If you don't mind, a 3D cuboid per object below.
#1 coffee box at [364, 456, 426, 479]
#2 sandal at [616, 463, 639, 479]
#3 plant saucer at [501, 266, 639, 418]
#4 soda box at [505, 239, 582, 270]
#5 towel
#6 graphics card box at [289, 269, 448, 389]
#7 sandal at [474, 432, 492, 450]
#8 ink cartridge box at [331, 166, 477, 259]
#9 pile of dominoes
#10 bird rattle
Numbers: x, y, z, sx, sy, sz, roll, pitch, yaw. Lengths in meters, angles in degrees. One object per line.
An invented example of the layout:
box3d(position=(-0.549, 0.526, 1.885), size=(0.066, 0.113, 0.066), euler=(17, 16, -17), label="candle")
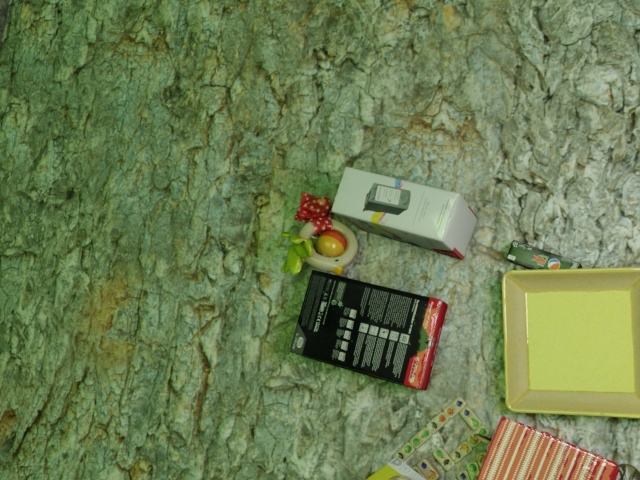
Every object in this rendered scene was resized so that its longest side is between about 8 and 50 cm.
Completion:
box3d(position=(0.152, 0.757, 1.724), size=(0.338, 0.334, 0.338), euler=(34, 119, 27), label="coffee box")
box3d(position=(0.625, 0.587, 1.773), size=(0.090, 0.060, 0.219), euler=(42, 82, 19), label="sandal")
box3d(position=(0.596, 0.231, 1.829), size=(0.333, 0.081, 0.332), euler=(-2, 86, 23), label="plant saucer")
box3d(position=(0.541, 0.053, 1.921), size=(0.169, 0.060, 0.053), euler=(22, 89, 26), label="soda box")
box3d(position=(0.498, 0.534, 1.763), size=(0.275, 0.031, 0.198), euler=(21, 82, 17), label="towel")
box3d(position=(0.123, 0.228, 2.047), size=(0.371, 0.094, 0.232), euler=(11, 83, 24), label="graphics card box")
box3d(position=(0.459, 0.528, 1.837), size=(0.240, 0.088, 0.079), euler=(18, 87, 18), label="sandal")
box3d(position=(0.216, -0.068, 2.000), size=(0.306, 0.226, 0.131), euler=(15, 84, 27), label="ink cartridge box")
box3d(position=(0.307, 0.533, 1.929), size=(0.251, 0.040, 0.196), euler=(-45, 65, 9), label="pile of dominoes")
box3d(position=(0.000, 0.000, 2.121), size=(0.207, 0.253, 0.143), euler=(27, 132, 6), label="bird rattle")
